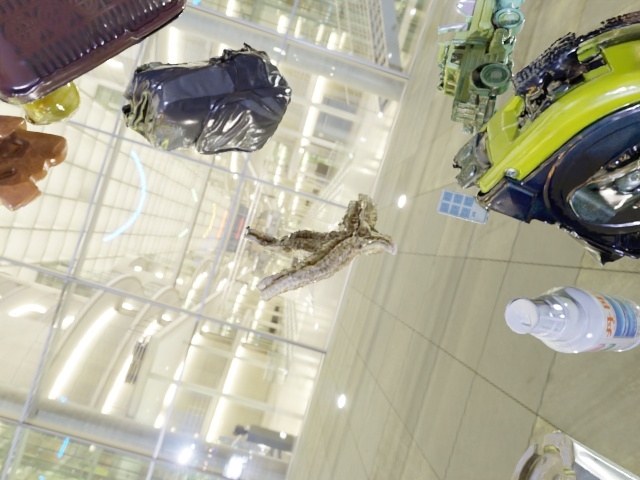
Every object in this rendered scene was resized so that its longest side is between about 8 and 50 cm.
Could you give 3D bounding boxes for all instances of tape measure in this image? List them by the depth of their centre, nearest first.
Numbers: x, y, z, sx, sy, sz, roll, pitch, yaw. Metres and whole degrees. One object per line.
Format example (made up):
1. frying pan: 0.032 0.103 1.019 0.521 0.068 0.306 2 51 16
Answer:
1. tape measure: 0.237 -0.078 0.385 0.186 0.199 0.112 125 159 -44

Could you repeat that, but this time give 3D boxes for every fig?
1. fig: -0.592 -0.324 1.029 0.121 0.136 0.153 -40 -27 -37

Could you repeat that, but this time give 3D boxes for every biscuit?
1. biscuit: -0.667 -0.168 0.902 0.284 0.306 0.043 -48 -8 -30

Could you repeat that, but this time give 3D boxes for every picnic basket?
1. picnic basket: -0.347 -0.326 0.620 0.297 0.222 0.129 -45 -33 -24

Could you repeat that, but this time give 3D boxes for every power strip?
1. power strip: 0.229 -0.054 0.754 0.016 0.090 0.040 4 -78 -52

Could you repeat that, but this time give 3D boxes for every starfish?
1. starfish: 0.000 0.000 0.980 0.432 0.324 0.082 -108 2 -69

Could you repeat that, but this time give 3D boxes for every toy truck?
1. toy truck: 0.256 -0.302 0.788 0.128 0.135 0.259 68 -147 -62

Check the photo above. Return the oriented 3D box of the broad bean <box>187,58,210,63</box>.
1. broad bean: -0.375 -0.509 1.452 0.056 0.318 0.098 93 163 -66

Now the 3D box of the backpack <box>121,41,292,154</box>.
1. backpack: -0.330 -0.391 1.352 0.254 0.446 0.363 61 140 15

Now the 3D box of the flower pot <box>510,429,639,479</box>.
1. flower pot: 0.515 0.522 0.886 0.290 0.259 0.290 -54 -5 -7

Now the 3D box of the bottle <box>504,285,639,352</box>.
1. bottle: 0.228 0.072 0.419 0.060 0.217 0.060 -11 75 47
